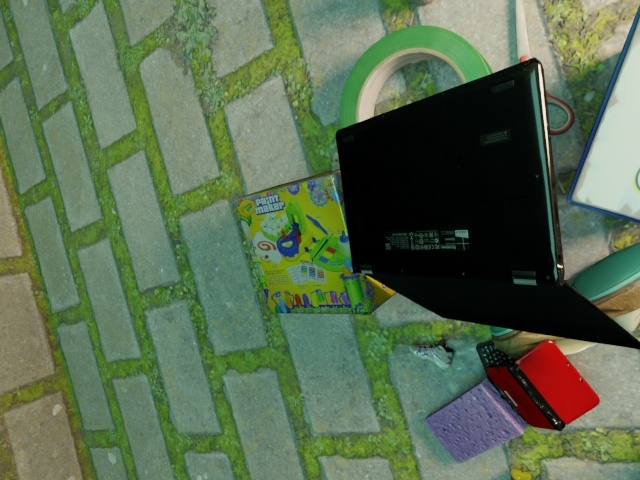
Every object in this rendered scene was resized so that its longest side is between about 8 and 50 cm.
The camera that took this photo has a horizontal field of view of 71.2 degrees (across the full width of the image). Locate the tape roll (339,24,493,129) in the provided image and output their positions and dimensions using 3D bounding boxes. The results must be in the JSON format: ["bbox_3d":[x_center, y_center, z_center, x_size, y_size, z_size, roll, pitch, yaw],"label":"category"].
[{"bbox_3d":[0.197,-0.265,0.926,0.321,0.077,0.322,5,100,31],"label":"tape roll"}]

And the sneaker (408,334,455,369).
[{"bbox_3d":[0.252,0.237,0.997,0.098,0.038,0.069,23,107,16],"label":"sneaker"}]

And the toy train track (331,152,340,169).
[{"bbox_3d":[0.047,-0.167,1.067,0.048,0.014,0.083,-5,96,32],"label":"toy train track"}]

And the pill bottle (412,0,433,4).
[{"bbox_3d":[0.178,-0.516,0.848,0.087,0.160,0.087,5,100,30],"label":"pill bottle"}]

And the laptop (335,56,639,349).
[{"bbox_3d":[0.250,-0.017,0.726,0.382,0.236,0.408,-2,98,55],"label":"laptop"}]

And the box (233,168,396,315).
[{"bbox_3d":[0.000,0.000,0.980,0.289,0.177,0.279,-7,104,41],"label":"box"}]

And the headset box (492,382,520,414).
[{"bbox_3d":[0.391,0.316,0.901,0.083,0.032,0.062,-15,91,39],"label":"headset box"}]

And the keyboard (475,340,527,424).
[{"bbox_3d":[0.402,0.290,0.921,0.108,0.023,0.180,-24,86,31],"label":"keyboard"}]

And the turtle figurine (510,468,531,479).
[{"bbox_3d":[0.407,0.594,0.912,0.269,0.087,0.218,13,93,54],"label":"turtle figurine"}]

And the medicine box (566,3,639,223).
[{"bbox_3d":[0.482,-0.167,0.644,0.149,0.289,0.264,21,108,27],"label":"medicine box"}]

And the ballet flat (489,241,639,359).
[{"bbox_3d":[0.480,0.132,0.809,0.124,0.116,0.342,46,120,-6],"label":"ballet flat"}]

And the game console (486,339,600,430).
[{"bbox_3d":[0.409,0.269,0.836,0.144,0.085,0.124,52,159,6],"label":"game console"}]

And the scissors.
[{"bbox_3d":[0.376,-0.317,0.841,0.109,0.021,0.297,-22,88,33],"label":"scissors"}]

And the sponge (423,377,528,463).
[{"bbox_3d":[0.320,0.388,0.947,0.117,0.031,0.210,49,136,17],"label":"sponge"}]
